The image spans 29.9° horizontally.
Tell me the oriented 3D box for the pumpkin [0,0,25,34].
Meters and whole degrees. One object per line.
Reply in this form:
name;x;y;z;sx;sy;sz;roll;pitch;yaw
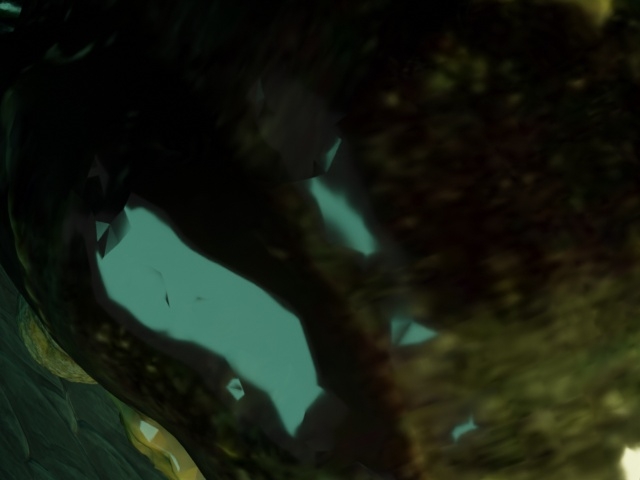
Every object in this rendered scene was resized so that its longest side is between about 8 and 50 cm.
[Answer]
pumpkin;-0.172;-0.130;0.900;0.248;0.248;0.248;38;146;31

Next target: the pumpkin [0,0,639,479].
pumpkin;0.055;-0.012;0.549;0.454;0.344;0.454;46;167;13

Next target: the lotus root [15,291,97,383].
lotus root;-0.218;0.049;1.227;0.175;0.175;0.349;55;149;3
